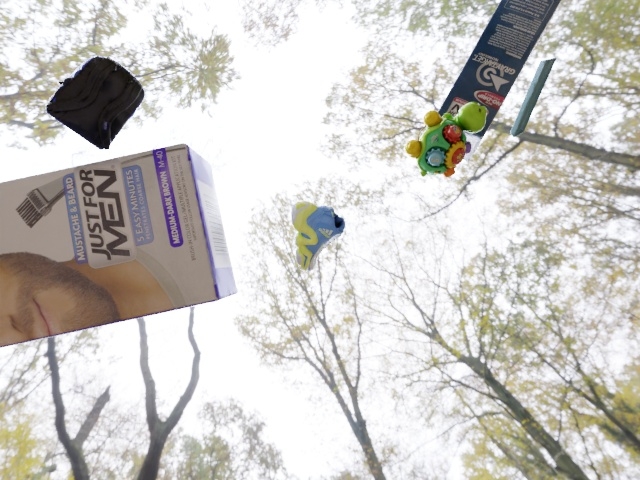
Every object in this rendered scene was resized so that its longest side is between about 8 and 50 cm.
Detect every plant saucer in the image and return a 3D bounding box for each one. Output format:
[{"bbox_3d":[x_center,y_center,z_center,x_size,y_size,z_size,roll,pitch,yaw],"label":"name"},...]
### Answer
[{"bbox_3d":[0.527,-0.355,1.009,0.067,0.018,0.191,-27,-41,-37],"label":"plant saucer"}]

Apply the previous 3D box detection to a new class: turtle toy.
[{"bbox_3d":[0.191,-0.149,0.601,0.095,0.066,0.130,22,-76,-47],"label":"turtle toy"}]

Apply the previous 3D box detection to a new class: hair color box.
[{"bbox_3d":[0.362,-0.358,0.844,0.105,0.174,0.347,29,-88,13],"label":"hair color box"},{"bbox_3d":[-0.292,0.016,0.490,0.339,0.110,0.185,-13,-94,1],"label":"hair color box"}]

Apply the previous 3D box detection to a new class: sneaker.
[{"bbox_3d":[0.000,0.000,1.004,0.126,0.091,0.240,0,-37,5],"label":"sneaker"}]

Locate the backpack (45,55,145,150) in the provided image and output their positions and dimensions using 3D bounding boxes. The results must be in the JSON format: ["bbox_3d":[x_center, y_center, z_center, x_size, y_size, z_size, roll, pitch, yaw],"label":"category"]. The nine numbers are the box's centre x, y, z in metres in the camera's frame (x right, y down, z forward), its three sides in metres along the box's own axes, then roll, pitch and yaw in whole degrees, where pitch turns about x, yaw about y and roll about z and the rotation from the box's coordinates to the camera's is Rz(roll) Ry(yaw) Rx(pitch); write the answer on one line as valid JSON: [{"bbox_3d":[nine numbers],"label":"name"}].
[{"bbox_3d":[-0.335,-0.214,0.606,0.098,0.101,0.120,40,-96,-40],"label":"backpack"}]
